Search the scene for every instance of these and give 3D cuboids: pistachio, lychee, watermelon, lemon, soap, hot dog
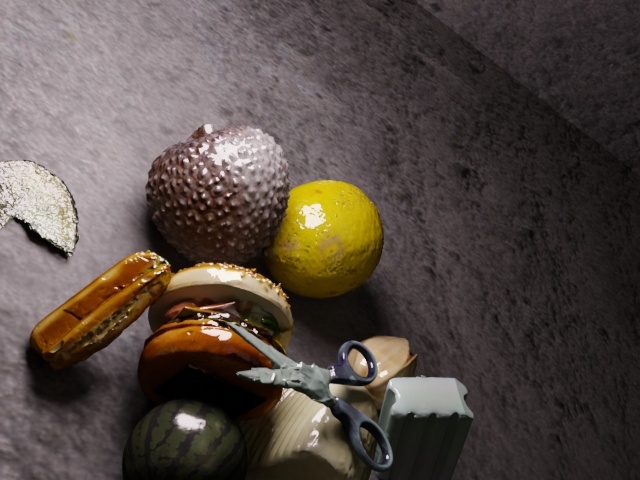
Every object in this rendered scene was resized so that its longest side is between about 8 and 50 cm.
[{"bbox_3d":[0.138,0.279,2.036,0.157,0.157,0.229,57,26,2],"label":"pistachio"},{"bbox_3d":[-0.191,-0.093,1.834,0.300,0.300,0.300,27,46,-32],"label":"lychee"},{"bbox_3d":[-0.223,0.363,1.539,0.212,0.212,0.212,27,46,-32],"label":"watermelon"},{"bbox_3d":[0.000,0.000,2.011,0.310,0.258,0.258,-13,74,-48],"label":"lemon"},{"bbox_3d":[0.208,0.409,1.947,0.172,0.289,0.095,1,45,-6],"label":"soap"},{"bbox_3d":[-0.364,0.117,1.573,0.269,0.115,0.072,-37,135,-16],"label":"hot dog"}]

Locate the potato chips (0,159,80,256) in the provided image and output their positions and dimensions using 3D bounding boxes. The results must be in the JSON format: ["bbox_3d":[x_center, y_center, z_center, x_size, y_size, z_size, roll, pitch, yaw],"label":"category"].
[{"bbox_3d":[-0.532,-0.060,1.662,0.220,0.029,0.202,3,61,-49],"label":"potato chips"}]

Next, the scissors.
[{"bbox_3d":[-0.015,0.237,1.583,0.383,0.029,0.256,30,40,-38],"label":"scissors"}]

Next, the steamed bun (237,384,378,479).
[{"bbox_3d":[-0.007,0.413,1.736,0.272,0.273,0.290,56,39,-26],"label":"steamed bun"}]

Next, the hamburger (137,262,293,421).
[{"bbox_3d":[-0.180,0.181,1.661,0.291,0.291,0.225,33,42,-27],"label":"hamburger"}]
